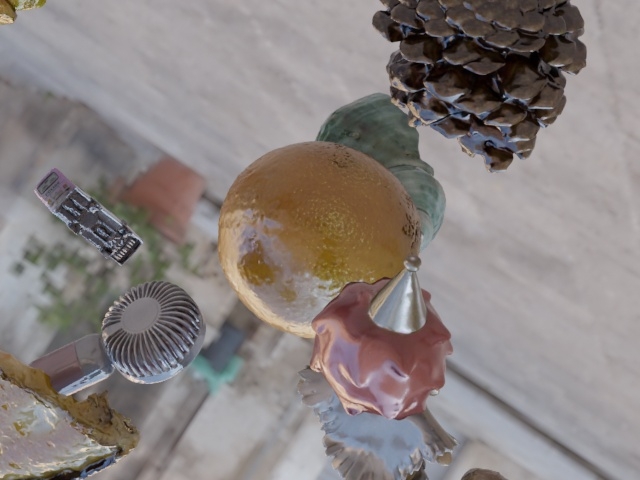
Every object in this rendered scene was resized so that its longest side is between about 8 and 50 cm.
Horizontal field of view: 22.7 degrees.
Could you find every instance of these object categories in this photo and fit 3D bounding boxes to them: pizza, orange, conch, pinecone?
[{"bbox_3d":[-0.483,0.208,1.962,0.435,0.080,0.392,37,130,-10],"label":"pizza"},{"bbox_3d":[0.000,0.000,2.105,0.274,0.274,0.274,33,175,3],"label":"orange"},{"bbox_3d":[0.086,-0.069,2.299,0.195,0.220,0.277,20,-151,-32],"label":"conch"},{"bbox_3d":[0.142,-0.165,1.444,0.184,0.179,0.204,39,152,17],"label":"pinecone"}]

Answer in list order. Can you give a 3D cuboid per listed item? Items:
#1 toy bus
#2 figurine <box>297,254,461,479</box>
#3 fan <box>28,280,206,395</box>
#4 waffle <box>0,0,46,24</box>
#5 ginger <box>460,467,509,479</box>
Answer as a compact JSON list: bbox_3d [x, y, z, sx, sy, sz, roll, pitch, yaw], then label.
[{"bbox_3d":[-0.218,-0.022,1.505,0.052,0.037,0.130,42,178,32],"label":"toy bus"},{"bbox_3d":[0.072,0.137,1.756,0.207,0.166,0.387,30,141,28],"label":"figurine"},{"bbox_3d":[-0.264,0.139,2.027,0.074,0.244,0.130,59,-172,-48],"label":"fan"},{"bbox_3d":[-0.418,-0.378,1.714,0.324,0.261,0.151,12,179,-32],"label":"waffle"},{"bbox_3d":[0.275,0.361,1.874,0.290,0.122,0.084,41,128,-22],"label":"ginger"}]
